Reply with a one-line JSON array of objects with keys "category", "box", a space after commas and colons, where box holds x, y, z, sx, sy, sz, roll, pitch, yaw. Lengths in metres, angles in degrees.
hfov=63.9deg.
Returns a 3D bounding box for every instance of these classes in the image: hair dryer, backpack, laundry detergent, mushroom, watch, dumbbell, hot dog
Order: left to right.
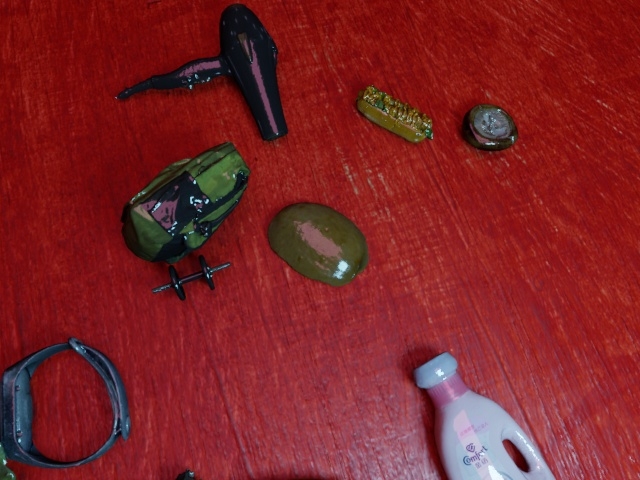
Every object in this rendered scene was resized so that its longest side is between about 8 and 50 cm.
[{"category": "watch", "box": [-0.419, 0.265, 0.849, 0.193, 0.068, 0.206, -7, 73, -10]}, {"category": "backpack", "box": [-0.230, -0.066, 0.919, 0.253, 0.207, 0.140, -44, 100, -27]}, {"category": "dumbbell", "box": [-0.233, 0.067, 0.933, 0.147, 0.069, 0.069, -20, 72, -11]}, {"category": "hair dryer", "box": [-0.253, -0.319, 1.088, 0.360, 0.120, 0.303, -16, 85, 1]}, {"category": "hot dog", "box": [0.160, -0.270, 1.098, 0.188, 0.055, 0.072, 29, 68, 8]}, {"category": "laundry detergent", "box": [0.271, 0.346, 0.851, 0.159, 0.088, 0.335, -24, 72, -17]}, {"category": "mushroom", "box": [0.363, -0.239, 1.102, 0.123, 0.052, 0.123, 4, 67, -10]}]

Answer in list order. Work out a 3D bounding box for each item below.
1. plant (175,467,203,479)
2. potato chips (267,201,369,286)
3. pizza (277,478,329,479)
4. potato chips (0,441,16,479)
[{"category": "plant", "box": [-0.248, 0.439, 0.790, 0.085, 0.087, 0.174, 28, 61, 39]}, {"category": "potato chips", "box": [0.000, 0.000, 0.988, 0.202, 0.049, 0.150, 39, 76, 4]}, {"category": "pizza", "box": [-0.005, 0.494, 0.783, 0.251, 0.074, 0.287, -22, 73, -11]}, {"category": "potato chips", "box": [-0.631, 0.428, 0.754, 0.373, 0.097, 0.389, 31, 71, 6]}]
